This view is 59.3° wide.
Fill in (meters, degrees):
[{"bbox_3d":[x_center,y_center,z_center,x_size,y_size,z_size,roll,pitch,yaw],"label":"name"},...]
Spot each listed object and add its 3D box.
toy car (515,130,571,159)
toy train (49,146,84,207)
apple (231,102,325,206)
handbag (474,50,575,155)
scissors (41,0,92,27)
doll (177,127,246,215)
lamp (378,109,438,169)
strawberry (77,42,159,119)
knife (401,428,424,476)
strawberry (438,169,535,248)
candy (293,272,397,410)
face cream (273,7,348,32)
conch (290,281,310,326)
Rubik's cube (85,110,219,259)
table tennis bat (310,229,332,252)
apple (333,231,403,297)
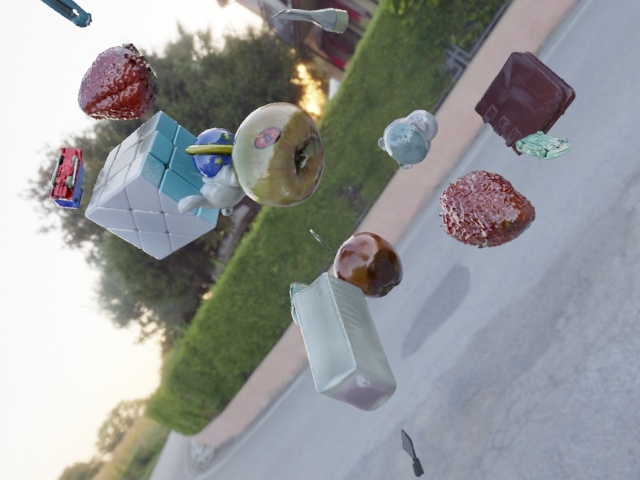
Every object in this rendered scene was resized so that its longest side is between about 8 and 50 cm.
[{"bbox_3d":[0.645,-0.267,1.634,0.093,0.058,0.186,-24,27,-9],"label":"toy car"},{"bbox_3d":[-0.927,-0.231,2.073,0.131,0.082,0.204,99,175,-69],"label":"toy train"},{"bbox_3d":[-0.103,-0.208,1.395,0.194,0.261,0.261,11,62,37],"label":"apple"},{"bbox_3d":[0.675,-0.462,1.891,0.084,0.260,0.276,-19,-31,-36],"label":"handbag"},{"bbox_3d":[-0.634,-0.577,1.138,0.180,0.393,0.032,-44,44,10],"label":"scissors"},{"bbox_3d":[-0.261,-0.203,1.664,0.159,0.311,0.243,-13,80,39],"label":"doll"},{"bbox_3d":[0.323,-0.366,2.039,0.246,0.179,0.108,-44,9,49],"label":"lamp"},{"bbox_3d":[-0.707,-0.525,1.948,0.288,0.250,0.238,-30,32,-7],"label":"strawberry"},{"bbox_3d":[0.253,0.598,1.598,0.028,0.060,0.230,-37,-47,-20],"label":"knife"},{"bbox_3d":[0.543,-0.082,1.869,0.292,0.292,0.343,-58,8,18],"label":"strawberry"},{"bbox_3d":[0.067,0.280,1.576,0.145,0.208,0.359,-39,44,22],"label":"candy"},{"bbox_3d":[-0.026,-0.695,1.747,0.114,0.224,0.070,-162,73,-63],"label":"face cream"},{"bbox_3d":[-0.045,0.230,1.971,0.122,0.176,0.188,-29,-12,-14],"label":"conch"},{"bbox_3d":[-0.547,-0.180,1.923,0.318,0.322,0.316,-26,42,33],"label":"Rubik's cube"},{"bbox_3d":[0.000,0.000,2.406,0.022,0.131,0.234,-44,7,1],"label":"table tennis bat"},{"bbox_3d":[0.162,0.089,1.872,0.230,0.230,0.230,-59,5,8],"label":"apple"}]
